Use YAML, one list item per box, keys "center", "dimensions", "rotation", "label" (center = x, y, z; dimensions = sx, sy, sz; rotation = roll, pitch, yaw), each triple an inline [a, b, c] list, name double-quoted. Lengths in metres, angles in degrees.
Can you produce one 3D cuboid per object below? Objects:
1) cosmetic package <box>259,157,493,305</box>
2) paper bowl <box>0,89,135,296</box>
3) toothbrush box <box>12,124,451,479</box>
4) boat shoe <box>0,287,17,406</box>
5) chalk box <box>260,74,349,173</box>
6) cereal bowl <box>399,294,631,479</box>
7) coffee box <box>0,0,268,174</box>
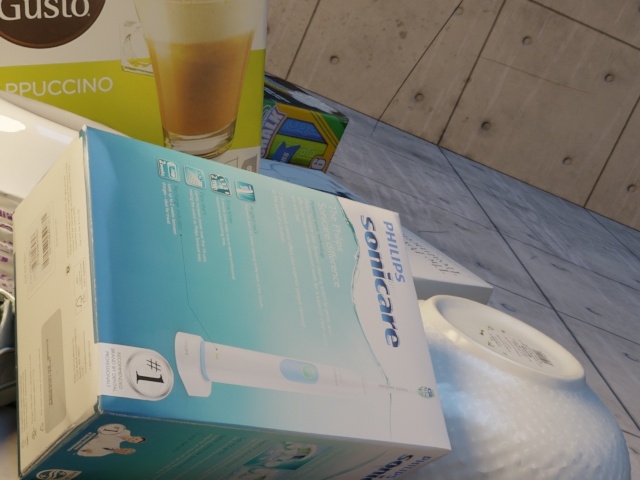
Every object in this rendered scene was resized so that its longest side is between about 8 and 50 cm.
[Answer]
- center: [0.000, 0.000, 1.443]
  dimensions: [0.284, 0.097, 0.377]
  rotation: [6, 22, -45]
  label: "cosmetic package"
- center: [-0.252, -0.041, 0.995]
  dimensions: [0.284, 0.148, 0.284]
  rotation: [22, 6, -2]
  label: "paper bowl"
- center: [-0.066, 0.067, 0.812]
  dimensions: [0.296, 0.126, 0.216]
  rotation: [12, 53, -36]
  label: "toothbrush box"
- center: [-0.248, 0.071, 0.778]
  dimensions: [0.079, 0.081, 0.227]
  rotation: [25, 12, 7]
  label: "boat shoe"
- center: [-0.135, -0.160, 1.643]
  dimensions: [0.180, 0.179, 0.289]
  rotation: [36, 19, 36]
  label: "chalk box"
- center: [0.145, 0.148, 1.032]
  dimensions: [0.339, 0.141, 0.339]
  rotation: [22, 13, -5]
  label: "cereal bowl"
- center: [-0.282, -0.262, 1.253]
  dimensions: [0.338, 0.334, 0.338]
  rotation: [-9, 29, -27]
  label: "coffee box"
